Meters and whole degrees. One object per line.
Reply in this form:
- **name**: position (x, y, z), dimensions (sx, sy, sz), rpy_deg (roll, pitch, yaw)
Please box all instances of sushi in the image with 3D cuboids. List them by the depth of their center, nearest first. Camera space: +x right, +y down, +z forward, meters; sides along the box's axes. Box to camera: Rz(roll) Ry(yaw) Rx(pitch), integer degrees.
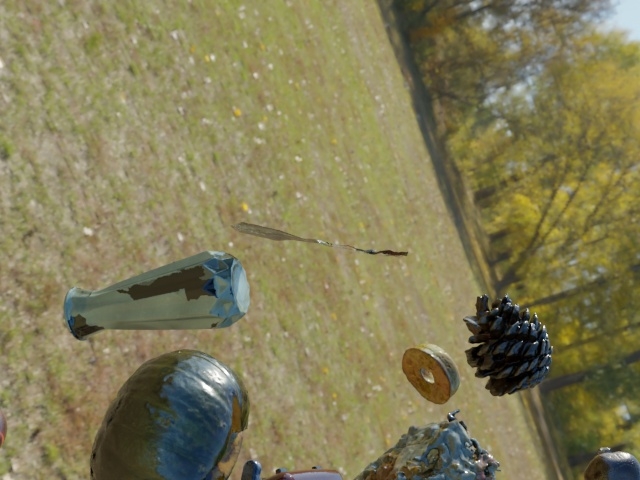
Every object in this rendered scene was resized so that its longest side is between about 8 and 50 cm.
- **sushi**: position (0.126, 0.462, 1.311), dimensions (0.176, 0.417, 0.417), rpy_deg (52, 11, 4)

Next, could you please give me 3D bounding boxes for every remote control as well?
- **remote control**: position (-0.153, 0.526, 1.620), dimensions (0.027, 0.044, 0.152), rpy_deg (46, 48, -58)

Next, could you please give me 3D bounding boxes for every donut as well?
- **donut**: position (0.263, 0.308, 1.863), dimensions (0.058, 0.152, 0.151), rpy_deg (-27, 99, -34)

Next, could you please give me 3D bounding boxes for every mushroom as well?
- **mushroom**: position (0.616, 0.500, 1.666), dimensions (0.087, 0.127, 0.127), rpy_deg (-133, -160, -78)

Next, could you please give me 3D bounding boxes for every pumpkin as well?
- **pumpkin**: position (-0.186, 0.245, 0.977), dimensions (0.238, 0.159, 0.237), rpy_deg (19, 90, -83)

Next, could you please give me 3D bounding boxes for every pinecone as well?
- **pinecone**: position (0.387, 0.219, 1.664), dimensions (0.204, 0.179, 0.184), rpy_deg (51, 15, -21)

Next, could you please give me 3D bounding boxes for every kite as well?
- **kite**: position (-0.001, 0.004, 1.569), dimensions (0.204, 0.361, 0.022), rpy_deg (127, -29, -84)

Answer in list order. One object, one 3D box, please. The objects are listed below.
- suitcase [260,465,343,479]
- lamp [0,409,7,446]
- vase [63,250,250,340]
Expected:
- **suitcase**: position (-0.038, 0.628, 1.748), dimensions (0.297, 0.161, 0.236), rpy_deg (27, 36, -61)
- **lamp**: position (-0.801, 0.442, 1.841), dimensions (0.223, 0.151, 0.215), rpy_deg (28, -62, 45)
- **vase**: position (-0.332, 0.120, 1.607), dimensions (0.165, 0.360, 0.165), rpy_deg (-10, 90, -78)
